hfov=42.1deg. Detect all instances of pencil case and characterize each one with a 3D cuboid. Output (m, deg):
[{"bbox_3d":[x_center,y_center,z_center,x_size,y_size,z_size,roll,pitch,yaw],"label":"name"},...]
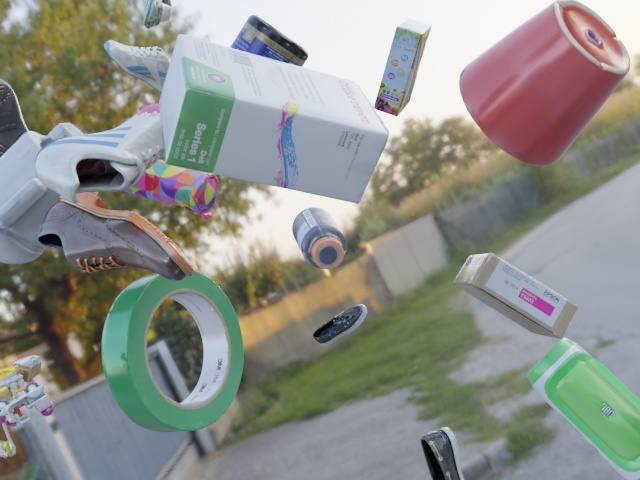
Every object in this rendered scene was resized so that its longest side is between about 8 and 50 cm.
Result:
[{"bbox_3d":[-0.348,-0.127,1.885,0.236,0.104,0.104,18,15,20],"label":"pencil case"}]

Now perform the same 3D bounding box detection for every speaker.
[{"bbox_3d":[0.544,0.329,1.600,0.131,0.296,0.131,-40,-17,-15],"label":"speaker"}]

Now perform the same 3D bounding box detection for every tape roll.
[{"bbox_3d":[-0.287,0.220,1.665,0.077,0.321,0.321,-12,6,35],"label":"tape roll"}]

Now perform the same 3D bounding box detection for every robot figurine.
[{"bbox_3d":[-0.626,-0.093,1.791,0.353,0.200,0.300,-47,10,-1],"label":"robot figurine"}]

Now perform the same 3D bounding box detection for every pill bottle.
[{"bbox_3d":[0.000,0.000,2.368,0.130,0.130,0.246,-27,23,-1],"label":"pill bottle"},{"bbox_3d":[-0.126,-0.264,1.429,0.219,0.122,0.123,-55,-8,10],"label":"pill bottle"}]

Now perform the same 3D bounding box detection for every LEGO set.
[{"bbox_3d":[-0.508,0.276,1.365,0.132,0.107,0.287,-20,8,-19],"label":"LEGO set"}]

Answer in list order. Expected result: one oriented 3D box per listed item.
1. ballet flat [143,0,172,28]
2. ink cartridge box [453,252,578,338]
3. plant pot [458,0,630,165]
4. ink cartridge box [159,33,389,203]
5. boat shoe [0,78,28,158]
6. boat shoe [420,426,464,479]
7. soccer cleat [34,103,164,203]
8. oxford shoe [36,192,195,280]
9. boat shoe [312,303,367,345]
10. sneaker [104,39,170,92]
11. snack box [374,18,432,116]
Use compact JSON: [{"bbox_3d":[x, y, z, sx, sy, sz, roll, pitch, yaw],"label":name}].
[{"bbox_3d":[-0.362,-0.524,1.861,0.070,0.070,0.188,-28,39,13],"label":"ballet flat"},{"bbox_3d":[0.438,0.124,1.887,0.088,0.234,0.193,-58,2,-5],"label":"ink cartridge box"},{"bbox_3d":[0.457,-0.326,1.652,0.275,0.275,0.243,-24,-16,-46],"label":"plant pot"},{"bbox_3d":[-0.071,-0.168,1.149,0.278,0.201,0.117,11,-61,-20],"label":"ink cartridge box"},{"bbox_3d":[-0.773,-0.243,2.064,0.123,0.325,0.116,-14,16,-23],"label":"boat shoe"},{"bbox_3d":[0.271,0.522,1.787,0.068,0.228,0.081,-11,-8,-22],"label":"boat shoe"},{"bbox_3d":[-0.344,-0.150,1.500,0.331,0.143,0.116,-27,-37,-36],"label":"soccer cleat"},{"bbox_3d":[-0.377,0.017,1.519,0.363,0.130,0.133,21,66,36],"label":"oxford shoe"},{"bbox_3d":[0.044,0.191,1.892,0.142,0.049,0.040,-39,-45,16],"label":"boat shoe"},{"bbox_3d":[-0.451,-0.462,2.134,0.228,0.087,0.092,24,-68,-44],"label":"sneaker"},{"bbox_3d":[0.203,-0.427,2.036,0.174,0.070,0.207,-53,-19,-65],"label":"snack box"}]
